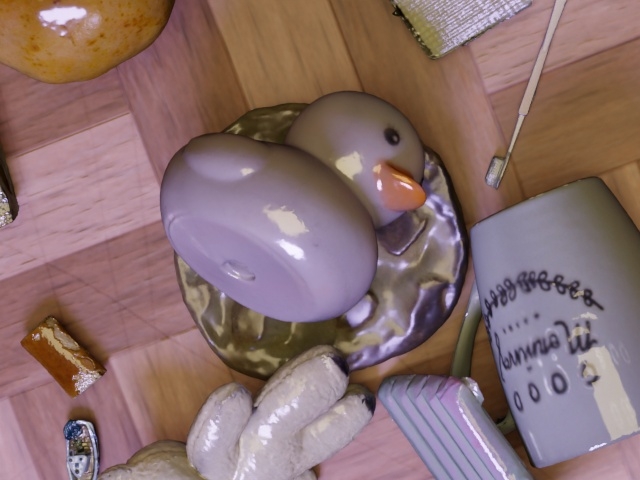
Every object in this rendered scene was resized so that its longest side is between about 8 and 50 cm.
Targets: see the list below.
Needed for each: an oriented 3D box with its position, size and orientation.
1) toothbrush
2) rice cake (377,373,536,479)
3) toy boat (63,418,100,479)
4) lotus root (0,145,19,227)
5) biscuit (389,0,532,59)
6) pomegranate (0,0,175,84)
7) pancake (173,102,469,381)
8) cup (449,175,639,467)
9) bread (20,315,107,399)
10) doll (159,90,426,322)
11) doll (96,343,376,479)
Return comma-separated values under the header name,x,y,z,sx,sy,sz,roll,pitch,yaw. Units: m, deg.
name,x,y,z,sx,sy,sz,roll,pitch,yaw
toothbrush,0.199,-0.142,1.834,0.017,0.014,0.194,22,97,5
rice cake,0.146,0.210,1.797,0.037,0.189,0.198,-36,98,-21
toy boat,-0.238,0.219,1.900,0.038,0.038,0.083,-6,93,7
lotus root,-0.376,-0.077,1.875,0.144,0.070,0.143,-7,100,3
biscuit,0.099,-0.277,1.791,0.121,0.040,0.199,-30,109,18
pomegranate,-0.239,-0.256,1.768,0.233,0.233,0.233,1,95,6
pancake,0.000,0.000,1.851,0.294,0.049,0.294,1,96,9
cup,0.212,0.085,1.787,0.258,0.186,0.234,-27,82,35
bread,-0.255,0.115,1.894,0.047,0.036,0.083,-43,91,16
doll,-0.018,-0.048,1.746,0.251,0.221,0.221,9,97,37
doll,-0.076,0.208,1.836,0.278,0.149,0.175,-36,105,-3
